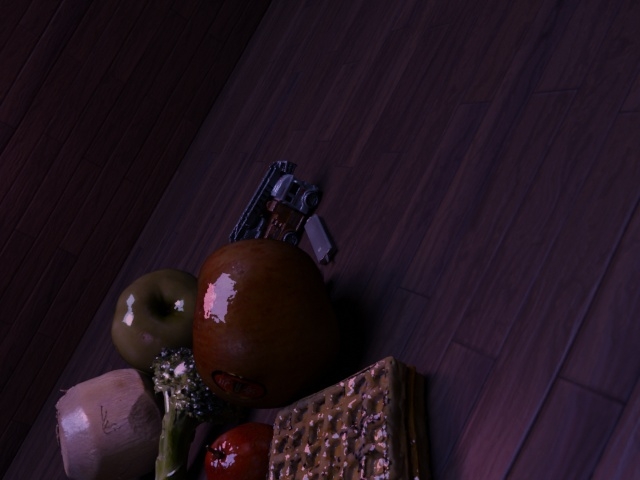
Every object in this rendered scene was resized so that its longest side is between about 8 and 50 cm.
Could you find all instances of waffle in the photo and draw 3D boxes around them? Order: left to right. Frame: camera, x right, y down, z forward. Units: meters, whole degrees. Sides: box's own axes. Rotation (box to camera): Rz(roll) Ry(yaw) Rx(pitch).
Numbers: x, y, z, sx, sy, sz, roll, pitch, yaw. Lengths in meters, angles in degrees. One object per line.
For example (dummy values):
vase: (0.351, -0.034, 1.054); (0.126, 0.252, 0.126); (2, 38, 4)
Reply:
waffle: (0.046, 0.405, 1.197); (0.376, 0.114, 0.260); (-37, 32, 37)

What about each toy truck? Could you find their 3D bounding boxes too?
toy truck: (-0.141, -0.090, 1.917); (0.133, 0.184, 0.338); (16, 77, 61)

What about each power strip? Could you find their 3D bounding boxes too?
power strip: (0.000, 0.000, 1.763); (0.060, 0.027, 0.252); (-50, 29, 16)

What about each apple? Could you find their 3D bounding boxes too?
apple: (-0.513, 0.277, 2.011); (0.357, 0.357, 0.357); (-40, 33, 33)
apple: (-0.121, 0.191, 1.419); (0.400, 0.334, 0.400); (-177, 90, -86)

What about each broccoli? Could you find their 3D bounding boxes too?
broccoli: (-0.358, 0.494, 1.682); (0.353, 0.275, 0.396); (122, 156, -57)

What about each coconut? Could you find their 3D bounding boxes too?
coconut: (-0.628, 0.584, 1.909); (0.346, 0.361, 0.346); (29, 123, 56)

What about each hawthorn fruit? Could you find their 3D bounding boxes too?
hawthorn fruit: (-0.172, 0.491, 1.351); (0.197, 0.225, 0.196); (-25, 48, 31)

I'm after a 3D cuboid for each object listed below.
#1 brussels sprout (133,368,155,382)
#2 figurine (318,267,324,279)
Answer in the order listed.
brussels sprout: (-0.676, 0.559, 2.186); (0.223, 0.161, 0.223); (-43, 34, 38)
figurine: (-0.029, 0.131, 1.633); (0.178, 0.109, 0.129); (6, 94, 60)
